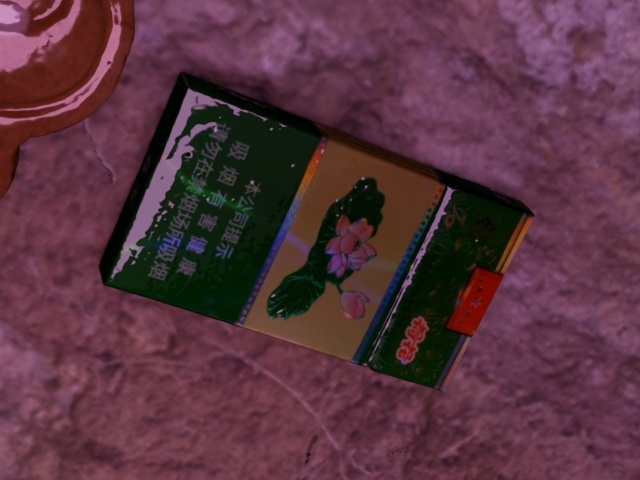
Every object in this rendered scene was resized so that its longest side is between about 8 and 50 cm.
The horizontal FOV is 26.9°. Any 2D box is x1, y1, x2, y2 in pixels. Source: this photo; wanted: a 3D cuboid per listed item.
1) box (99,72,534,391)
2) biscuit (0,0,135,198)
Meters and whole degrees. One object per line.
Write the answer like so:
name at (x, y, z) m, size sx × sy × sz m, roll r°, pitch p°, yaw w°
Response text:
box at (0.000, 0.000, 0.806) m, size 0.235 × 0.034 × 0.132 m, roll 20°, pitch 106°, yaw -21°
biscuit at (-0.186, -0.147, 0.692) m, size 0.202 × 0.047 × 0.334 m, roll 20°, pitch 106°, yaw -21°
